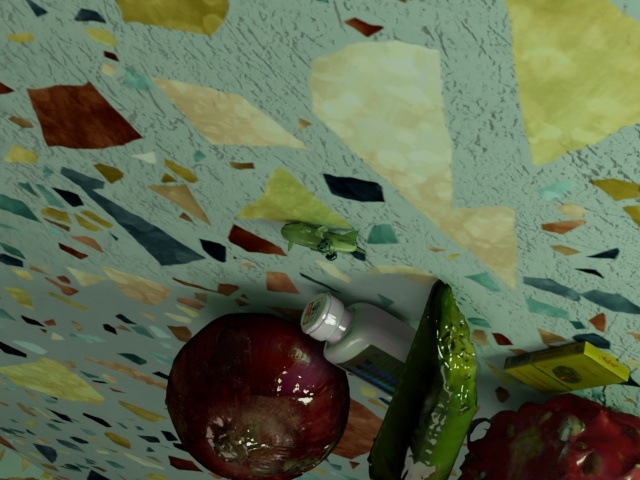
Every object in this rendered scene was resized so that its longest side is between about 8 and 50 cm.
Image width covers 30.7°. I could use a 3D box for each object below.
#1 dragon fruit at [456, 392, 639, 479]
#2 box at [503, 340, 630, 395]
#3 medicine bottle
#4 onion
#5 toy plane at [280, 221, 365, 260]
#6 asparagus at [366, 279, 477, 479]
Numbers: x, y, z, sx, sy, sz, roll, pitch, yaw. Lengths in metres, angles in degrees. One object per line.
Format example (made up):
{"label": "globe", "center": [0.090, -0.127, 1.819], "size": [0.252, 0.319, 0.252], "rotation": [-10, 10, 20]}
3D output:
{"label": "dragon fruit", "center": [0.334, 0.368, 1.573], "size": [0.371, 0.386, 0.249], "rotation": [2, 137, 33]}
{"label": "box", "center": [0.331, 0.175, 1.576], "size": [0.087, 0.023, 0.155], "rotation": [35, 150, -22]}
{"label": "medicine bottle", "center": [0.075, 0.149, 1.632], "size": [0.219, 0.078, 0.115], "rotation": [32, 140, -22]}
{"label": "onion", "center": [-0.093, 0.236, 1.725], "size": [0.276, 0.276, 0.276], "rotation": [16, 153, 8]}
{"label": "toy plane", "center": [0.000, 0.000, 1.451], "size": [0.111, 0.040, 0.102], "rotation": [7, 161, 20]}
{"label": "asparagus", "center": [0.150, 0.225, 1.566], "size": [0.128, 0.108, 0.382], "rotation": [48, 139, 35]}
